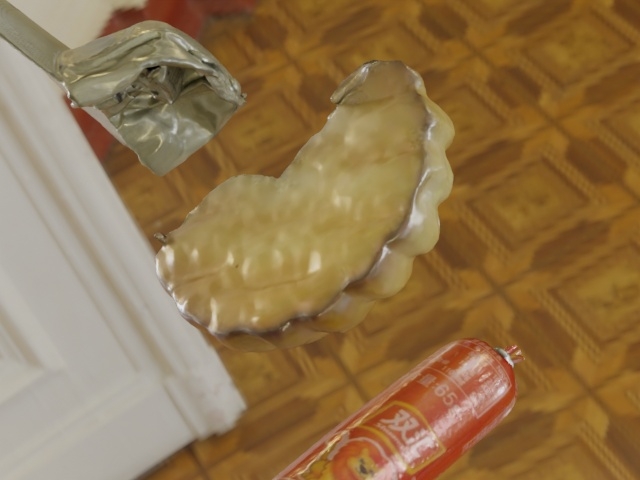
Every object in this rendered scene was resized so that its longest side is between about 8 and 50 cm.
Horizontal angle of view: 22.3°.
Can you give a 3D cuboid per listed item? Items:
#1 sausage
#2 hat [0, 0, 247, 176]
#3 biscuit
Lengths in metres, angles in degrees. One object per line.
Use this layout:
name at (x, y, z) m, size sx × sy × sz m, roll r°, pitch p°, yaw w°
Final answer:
sausage at (0.048, 0.144, 1.105) m, size 0.074 × 0.074 × 0.274 m, roll 19°, pitch 41°, yaw 39°
hat at (-0.191, -0.174, 1.478) m, size 0.149 × 0.214 × 0.245 m, roll -38°, pitch 71°, yaw 2°
biscuit at (0.000, 0.000, 0.846) m, size 0.183 × 0.061 × 0.118 m, roll -34°, pitch 54°, yaw 17°
